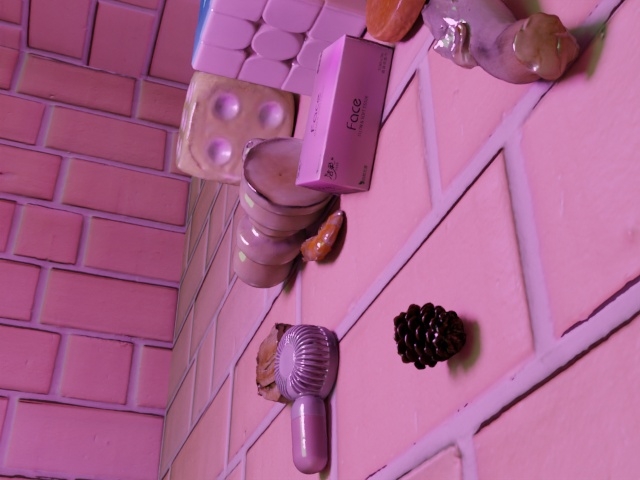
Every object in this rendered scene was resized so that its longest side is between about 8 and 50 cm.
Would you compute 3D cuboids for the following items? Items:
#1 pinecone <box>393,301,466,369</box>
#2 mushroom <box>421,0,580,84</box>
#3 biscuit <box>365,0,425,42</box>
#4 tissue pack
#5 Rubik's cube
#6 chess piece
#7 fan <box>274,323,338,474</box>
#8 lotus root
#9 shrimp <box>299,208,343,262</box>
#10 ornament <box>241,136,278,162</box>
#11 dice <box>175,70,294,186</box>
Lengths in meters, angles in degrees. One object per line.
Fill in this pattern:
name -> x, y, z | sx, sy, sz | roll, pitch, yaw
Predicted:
pinecone -> 0.121, 0.105, 0.894 | 0.083, 0.077, 0.077 | 146, 133, -68
mushroom -> 0.189, -0.226, 0.869 | 0.278, 0.099, 0.096 | -116, 26, -57
biscuit -> 0.154, -0.450, 1.191 | 0.355, 0.052, 0.275 | 119, 156, -49
tissue pack -> 0.038, -0.208, 1.350 | 0.148, 0.092, 0.246 | 179, 102, -72
Rubik's cube -> -0.075, -0.499, 1.576 | 0.290, 0.291, 0.291 | 131, 145, -61
chess piece -> -0.091, -0.027, 1.564 | 0.330, 0.182, 0.182 | 111, 162, -49
fan -> -0.020, 0.254, 1.297 | 0.130, 0.074, 0.244 | -40, 46, 49
lotus root -> -0.069, 0.235, 1.466 | 0.144, 0.070, 0.143 | 138, 134, -58
shrimp -> 0.000, 0.000, 1.447 | 0.101, 0.042, 0.190 | -63, 10, -21
ornament -> -0.082, -0.167, 1.614 | 0.075, 0.156, 0.081 | -137, 59, -70
dice -> -0.212, -0.270, 1.958 | 0.254, 0.250, 0.252 | -142, 64, -73
